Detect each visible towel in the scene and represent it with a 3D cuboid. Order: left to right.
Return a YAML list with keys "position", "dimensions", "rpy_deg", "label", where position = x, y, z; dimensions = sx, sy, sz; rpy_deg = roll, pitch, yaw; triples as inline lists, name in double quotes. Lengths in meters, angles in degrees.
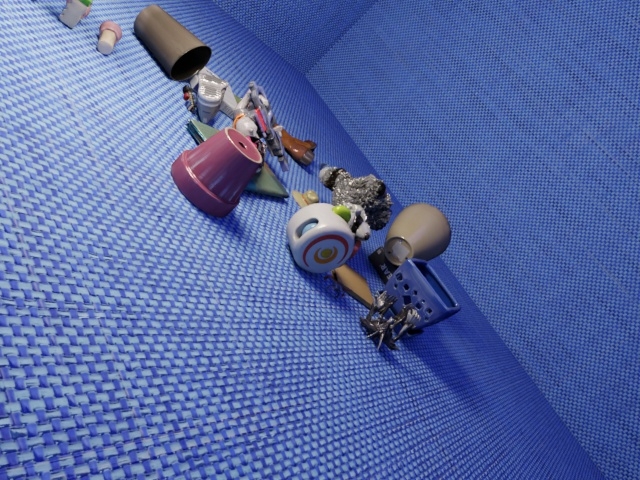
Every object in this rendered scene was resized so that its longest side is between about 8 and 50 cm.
- position: [-0.265, -0.257, 1.735]
  dimensions: [0.271, 0.040, 0.370]
  rpy_deg: [54, 17, 16]
  label: "towel"

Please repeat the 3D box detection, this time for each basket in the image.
- position: [-0.530, -0.700, 1.835]
  dimensions: [0.227, 0.154, 0.204]
  rpy_deg: [46, 39, 3]
  label: "basket"

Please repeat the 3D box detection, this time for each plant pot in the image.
- position: [-0.261, -0.192, 1.378]
  dimensions: [0.201, 0.180, 0.201]
  rpy_deg: [42, 20, -19]
  label: "plant pot"
- position: [0.377, 0.000, 2.169]
  dimensions: [0.256, 0.256, 0.274]
  rpy_deg: [51, 35, 6]
  label: "plant pot"
- position: [0.343, 0.220, 1.901]
  dimensions: [0.236, 0.212, 0.236]
  rpy_deg: [55, 20, 19]
  label: "plant pot"

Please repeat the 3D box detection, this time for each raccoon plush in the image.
- position: [0.052, -0.113, 1.962]
  dimensions: [0.446, 0.299, 0.216]
  rpy_deg: [23, -49, 50]
  label: "raccoon plush"

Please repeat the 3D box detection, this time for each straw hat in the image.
- position: [-0.039, -0.160, 2.026]
  dimensions: [0.144, 0.061, 0.144]
  rpy_deg: [43, 19, -19]
  label: "straw hat"

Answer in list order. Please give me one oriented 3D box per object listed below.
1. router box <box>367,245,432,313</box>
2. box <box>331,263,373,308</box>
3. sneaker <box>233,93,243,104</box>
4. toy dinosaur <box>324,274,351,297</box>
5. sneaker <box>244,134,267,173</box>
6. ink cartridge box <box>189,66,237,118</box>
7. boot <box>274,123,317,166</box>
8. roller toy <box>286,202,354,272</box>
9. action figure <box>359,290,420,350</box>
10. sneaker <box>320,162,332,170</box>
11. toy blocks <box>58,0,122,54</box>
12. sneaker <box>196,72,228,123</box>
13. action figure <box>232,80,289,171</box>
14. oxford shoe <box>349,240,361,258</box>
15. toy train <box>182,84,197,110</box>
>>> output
- position: [0.356, 0.184, 2.214]
  dimensions: [0.243, 0.081, 0.309]
  rpy_deg: [21, 32, -54]
  label: "router box"
- position: [0.106, 0.141, 1.816]
  dimensions: [0.201, 0.021, 0.164]
  rpy_deg: [38, 21, -31]
  label: "box"
- position: [-0.296, -0.558, 2.190]
  dimensions: [0.192, 0.086, 0.064]
  rpy_deg: [51, 18, 8]
  label: "sneaker"
- position: [0.045, 0.137, 1.613]
  dimensions: [0.090, 0.047, 0.082]
  rpy_deg: [-30, 107, -43]
  label: "toy dinosaur"
- position: [-0.215, -0.278, 1.646]
  dimensions: [0.121, 0.112, 0.299]
  rpy_deg: [46, 16, -10]
  label: "sneaker"
- position: [-0.422, -0.595, 2.036]
  dimensions: [0.223, 0.045, 0.224]
  rpy_deg: [32, 25, -42]
  label: "ink cartridge box"
- position: [-0.156, -0.471, 2.398]
  dimensions: [0.280, 0.096, 0.264]
  rpy_deg: [36, 29, -16]
  label: "boot"
- position: [0.000, 0.000, 1.586]
  dimensions: [0.191, 0.209, 0.146]
  rpy_deg: [-4, 43, -18]
  label: "roller toy"
- position: [0.222, 0.245, 1.672]
  dimensions: [0.164, 0.141, 0.275]
  rpy_deg: [35, 20, 8]
  label: "action figure"
- position: [0.035, -0.334, 2.567]
  dimensions: [0.059, 0.053, 0.144]
  rpy_deg: [18, 34, -54]
  label: "sneaker"
- position: [-0.642, -0.761, 1.477]
  dimensions: [0.309, 0.288, 0.260]
  rpy_deg: [33, 30, -34]
  label: "toy blocks"
- position: [-0.393, -0.501, 1.826]
  dimensions: [0.105, 0.115, 0.281]
  rpy_deg: [17, 31, -11]
  label: "sneaker"
- position: [-0.233, -0.409, 1.934]
  dimensions: [0.330, 0.178, 0.341]
  rpy_deg: [-73, 146, -67]
  label: "action figure"
- position: [0.107, -0.025, 2.043]
  dimensions: [0.098, 0.097, 0.271]
  rpy_deg: [40, 19, -10]
  label: "oxford shoe"
- position: [-0.450, -0.489, 1.786]
  dimensions: [0.036, 0.027, 0.158]
  rpy_deg: [30, 26, -40]
  label: "toy train"
